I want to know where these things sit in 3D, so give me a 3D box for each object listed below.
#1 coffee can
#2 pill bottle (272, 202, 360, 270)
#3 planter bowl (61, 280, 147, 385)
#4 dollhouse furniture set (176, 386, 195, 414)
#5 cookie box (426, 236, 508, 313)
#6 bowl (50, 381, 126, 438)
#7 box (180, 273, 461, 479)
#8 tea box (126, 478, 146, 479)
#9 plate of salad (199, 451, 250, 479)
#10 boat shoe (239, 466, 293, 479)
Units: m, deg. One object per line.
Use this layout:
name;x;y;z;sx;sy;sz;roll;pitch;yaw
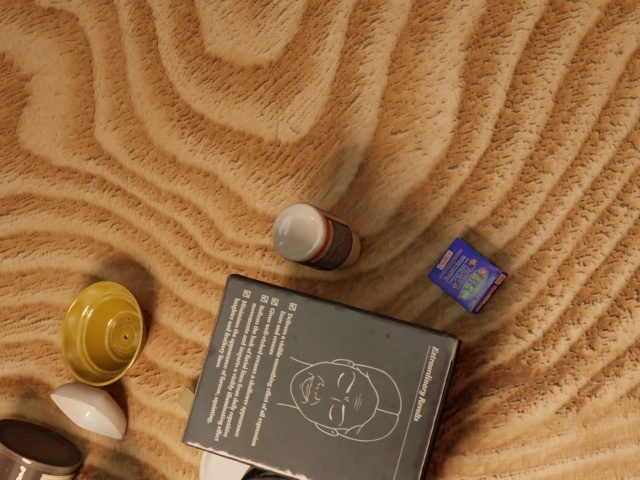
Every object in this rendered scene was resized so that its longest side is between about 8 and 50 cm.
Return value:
coffee can;-0.644;0.540;1.961;0.202;0.201;0.275;27;93;30
pill bottle;0.000;0.000;1.736;0.108;0.180;0.107;-7;76;28
planter bowl;-0.432;0.198;1.983;0.217;0.090;0.217;-7;76;28
dollhouse furniture set;-0.186;0.274;1.815;0.182;0.101;0.161;-51;46;-6
cookie box;0.258;0.061;1.663;0.107;0.040;0.091;41;100;29
bowl;-0.471;0.347;1.958;0.142;0.142;0.053;9;52;31
box;0.012;0.250;1.596;0.396;0.212;0.293;15;86;12
tea box;-0.402;0.684;1.787;0.323;0.220;0.329;-50;61;12
plate of salad;-0.140;0.432;1.798;0.200;0.048;0.199;-10;64;23
boat shoe;0.063;0.510;1.589;0.500;0.156;0.186;19;92;21
